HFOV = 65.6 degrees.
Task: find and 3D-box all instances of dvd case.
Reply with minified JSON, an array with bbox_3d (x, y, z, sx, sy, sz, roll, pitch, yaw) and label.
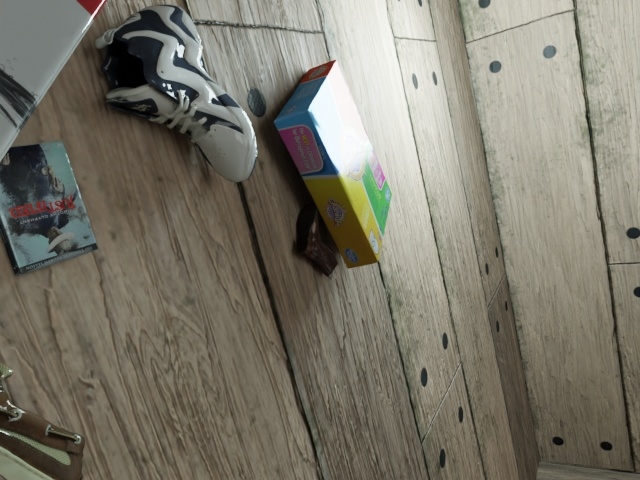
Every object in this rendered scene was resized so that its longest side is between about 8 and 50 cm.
[{"bbox_3d":[-0.278,-0.035,0.492,0.087,0.013,0.119,-28,109,-56],"label":"dvd case"}]

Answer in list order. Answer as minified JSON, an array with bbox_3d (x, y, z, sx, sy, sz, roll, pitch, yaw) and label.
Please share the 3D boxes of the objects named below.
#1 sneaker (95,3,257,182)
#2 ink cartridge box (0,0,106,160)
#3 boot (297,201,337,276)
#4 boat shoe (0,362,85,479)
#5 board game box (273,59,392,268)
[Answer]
[{"bbox_3d":[-0.179,-0.156,0.598,0.153,0.094,0.234,-48,124,-48],"label":"sneaker"},{"bbox_3d":[-0.280,-0.107,0.328,0.114,0.197,0.272,44,49,-44],"label":"ink cartridge box"},{"bbox_3d":[0.000,0.000,0.907,0.114,0.037,0.106,40,55,-50],"label":"boot"},{"bbox_3d":[-0.289,0.137,0.386,0.095,0.095,0.257,-83,154,-46],"label":"boat shoe"},{"bbox_3d":[0.041,-0.144,0.935,0.316,0.064,0.242,62,29,-30],"label":"board game box"}]
